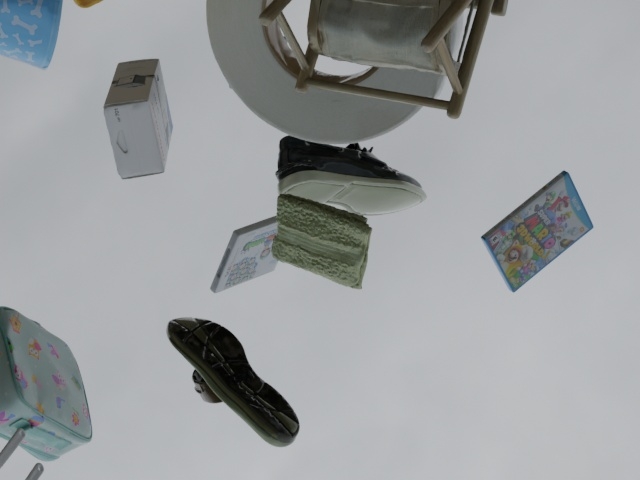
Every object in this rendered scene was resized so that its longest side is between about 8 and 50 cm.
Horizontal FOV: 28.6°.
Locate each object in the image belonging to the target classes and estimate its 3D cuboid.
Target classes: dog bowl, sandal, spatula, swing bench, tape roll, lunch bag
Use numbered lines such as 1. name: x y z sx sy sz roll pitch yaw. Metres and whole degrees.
1. dog bowl: -0.339 -0.308 1.376 0.074 0.166 0.297 3 -143 -22
2. sandal: -0.157 0.232 2.013 0.303 0.120 0.086 47 -60 28
3. spatula: -0.438 0.382 1.778 0.019 0.168 0.242 -27 -166 19
4. swing bench: 0.099 -0.324 1.670 0.253 0.165 0.255 14 -115 27
5. tape roll: 0.020 -0.335 1.879 0.392 0.392 0.072 -16 -167 21
6. lunch bag: -0.505 0.252 2.148 0.108 0.279 0.224 -25 -121 10

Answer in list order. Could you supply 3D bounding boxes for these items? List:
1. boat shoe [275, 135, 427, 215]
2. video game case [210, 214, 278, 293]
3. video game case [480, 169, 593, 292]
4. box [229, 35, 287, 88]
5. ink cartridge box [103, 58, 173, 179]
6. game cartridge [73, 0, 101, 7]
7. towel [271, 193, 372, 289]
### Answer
1. boat shoe: 0.051 -0.117 2.132 0.127 0.340 0.113 -32 -116 42
2. video game case: -0.117 0.020 2.244 0.019 0.143 0.157 43 -141 23
3. video game case: 0.331 -0.013 1.904 0.166 0.119 0.015 -38 -146 -8
4. box: -0.125 -0.354 2.497 0.101 0.102 0.087 -18 -157 -30
5. ink cartridge box: -0.309 -0.210 2.141 0.082 0.140 0.191 -8 -151 1
6. game cartridge: -0.232 -0.459 1.760 0.285 0.053 0.324 -25 -147 2
7. towel: 0.000 0.000 1.702 0.148 0.110 0.027 21 -150 24
